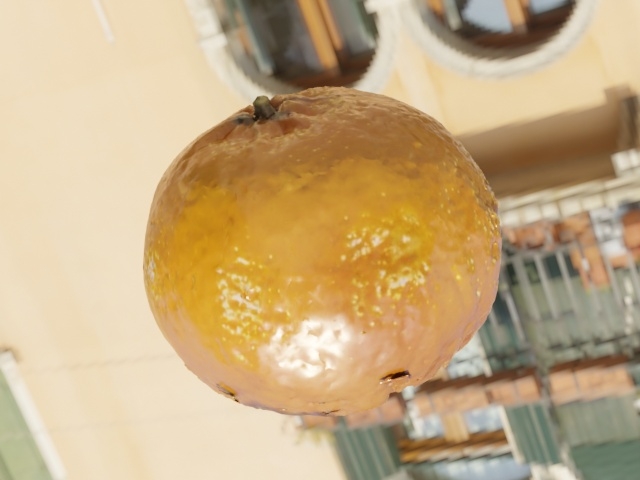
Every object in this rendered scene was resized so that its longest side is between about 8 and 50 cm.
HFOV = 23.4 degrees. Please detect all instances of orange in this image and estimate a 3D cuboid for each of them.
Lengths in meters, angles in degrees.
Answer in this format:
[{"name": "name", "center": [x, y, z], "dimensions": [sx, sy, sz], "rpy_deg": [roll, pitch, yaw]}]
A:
[{"name": "orange", "center": [0.000, 0.000, 0.822], "dimensions": [0.193, 0.161, 0.193], "rpy_deg": [-7, -155, 3]}]
